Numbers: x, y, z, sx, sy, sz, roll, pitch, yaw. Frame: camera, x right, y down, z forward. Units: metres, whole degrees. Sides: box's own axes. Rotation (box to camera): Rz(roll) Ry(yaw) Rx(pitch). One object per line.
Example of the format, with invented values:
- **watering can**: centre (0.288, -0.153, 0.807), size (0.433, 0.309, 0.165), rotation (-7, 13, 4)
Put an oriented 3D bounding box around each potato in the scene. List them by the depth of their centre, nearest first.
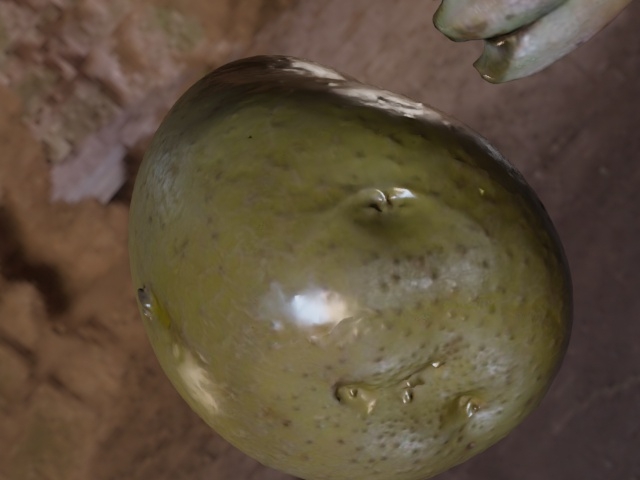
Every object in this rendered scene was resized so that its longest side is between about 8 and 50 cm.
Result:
- **potato**: centre (0.000, 0.000, 0.668), size (0.157, 0.157, 0.194), rotation (-45, 41, 14)

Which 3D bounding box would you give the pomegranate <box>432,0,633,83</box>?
- **pomegranate**: centre (0.111, -0.107, 0.417), size (0.209, 0.180, 0.180), rotation (-38, 19, 31)
